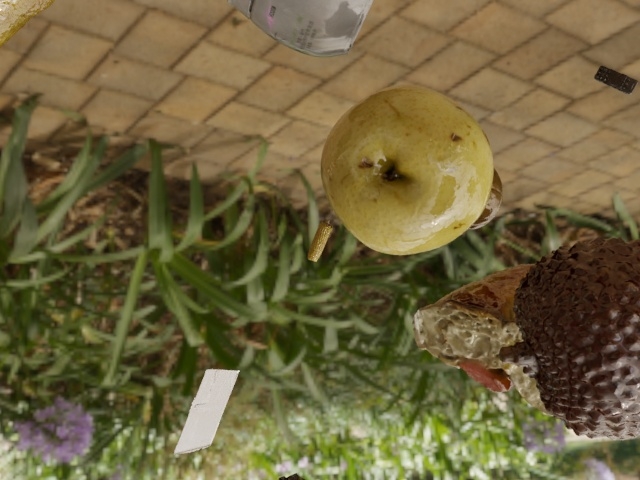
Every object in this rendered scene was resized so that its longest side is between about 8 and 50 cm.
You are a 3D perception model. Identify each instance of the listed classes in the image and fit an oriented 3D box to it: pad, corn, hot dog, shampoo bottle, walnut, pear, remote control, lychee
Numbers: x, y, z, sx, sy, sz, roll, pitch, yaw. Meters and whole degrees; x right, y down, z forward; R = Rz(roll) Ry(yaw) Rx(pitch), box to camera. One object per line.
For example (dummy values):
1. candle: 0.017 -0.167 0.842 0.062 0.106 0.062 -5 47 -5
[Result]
1. pad: -0.202 0.305 1.575 0.004 0.156 0.232 20 175 11
2. corn: 0.000 0.000 1.656 0.028 0.083 0.027 20 -172 -19
3. hot dog: 0.417 0.172 1.714 0.367 0.196 0.365 21 -152 25
4. shampoo bottle: -0.022 -0.499 1.659 0.266 0.273 0.273 24 159 -2
5. walnut: 0.267 -0.103 1.775 0.207 0.167 0.167 12 159 -10
6. pear: 0.155 -0.126 1.552 0.309 0.309 0.309 -3 162 -1
7. remote control: 0.685 -0.372 2.037 0.096 0.039 0.014 30 -178 21
8. lychee: 0.394 0.129 1.195 0.304 0.276 0.276 -12 161 6

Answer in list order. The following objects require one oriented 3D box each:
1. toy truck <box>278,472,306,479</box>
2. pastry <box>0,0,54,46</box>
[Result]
1. toy truck: 0.028 0.456 1.325 0.127 0.127 0.257 -31 121 17
2. pastry: -0.583 -0.446 1.530 0.356 0.356 0.164 -13 136 25
